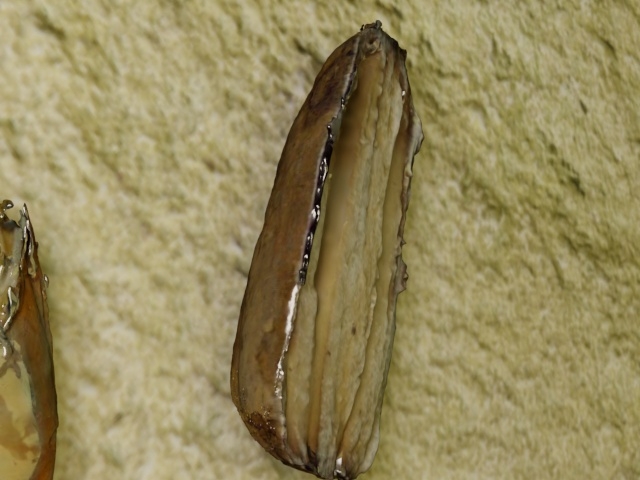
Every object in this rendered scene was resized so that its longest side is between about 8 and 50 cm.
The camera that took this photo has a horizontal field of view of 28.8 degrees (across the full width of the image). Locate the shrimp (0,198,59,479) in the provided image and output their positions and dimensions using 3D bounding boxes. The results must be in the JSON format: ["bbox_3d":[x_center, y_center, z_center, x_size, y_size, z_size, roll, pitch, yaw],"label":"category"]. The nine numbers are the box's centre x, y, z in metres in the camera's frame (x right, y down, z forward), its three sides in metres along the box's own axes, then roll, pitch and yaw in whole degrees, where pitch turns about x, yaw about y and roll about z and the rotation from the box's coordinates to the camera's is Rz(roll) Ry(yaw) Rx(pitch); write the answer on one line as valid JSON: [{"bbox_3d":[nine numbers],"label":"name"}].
[{"bbox_3d":[-0.208,0.077,0.683,0.133,0.053,0.236,5,84,-23],"label":"shrimp"}]

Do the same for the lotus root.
[{"bbox_3d":[0.000,-0.001,0.868,0.167,0.078,0.329,46,50,-57],"label":"lotus root"}]
